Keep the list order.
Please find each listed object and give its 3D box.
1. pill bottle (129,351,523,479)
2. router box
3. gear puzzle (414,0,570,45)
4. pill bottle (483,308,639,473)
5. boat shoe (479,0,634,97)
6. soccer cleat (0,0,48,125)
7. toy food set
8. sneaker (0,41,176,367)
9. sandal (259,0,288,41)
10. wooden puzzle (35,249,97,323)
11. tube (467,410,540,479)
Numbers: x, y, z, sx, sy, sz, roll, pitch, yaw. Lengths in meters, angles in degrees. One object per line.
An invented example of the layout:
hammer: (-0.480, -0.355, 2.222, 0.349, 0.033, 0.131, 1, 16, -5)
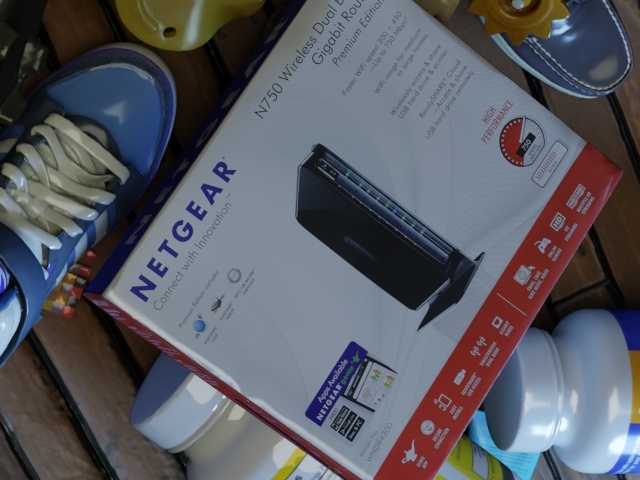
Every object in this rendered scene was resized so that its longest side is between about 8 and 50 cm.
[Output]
pill bottle: (0.007, 0.196, 1.385, 0.334, 0.188, 0.188, 38, 96, -14)
router box: (0.031, -0.005, 1.254, 0.301, 0.082, 0.335, 36, 78, -15)
gear puzzle: (0.054, -0.265, 1.276, 0.339, 0.044, 0.175, 25, 127, -3)
pill bottle: (0.295, 0.138, 1.453, 0.272, 0.152, 0.152, 1, 107, -13)
boat shoe: (0.176, -0.227, 1.342, 0.103, 0.092, 0.285, -39, 111, 2)
soccer cleat: (-0.250, -0.247, 1.236, 0.143, 0.116, 0.331, 26, 87, 16)
toy food set: (-0.099, -0.256, 1.259, 0.128, 0.071, 0.218, 0, 135, -20)
sneaker: (-0.229, -0.009, 1.242, 0.130, 0.236, 0.323, 42, 96, -15)
sandal: (0.016, -0.122, 1.365, 0.090, 0.060, 0.219, -38, 126, 8)
wooden puzzle: (-0.232, 0.037, 1.384, 0.049, 0.006, 0.083, 21, 102, -18)
tube: (0.156, 0.268, 1.523, 0.080, 0.052, 0.207, 12, 99, -18)
